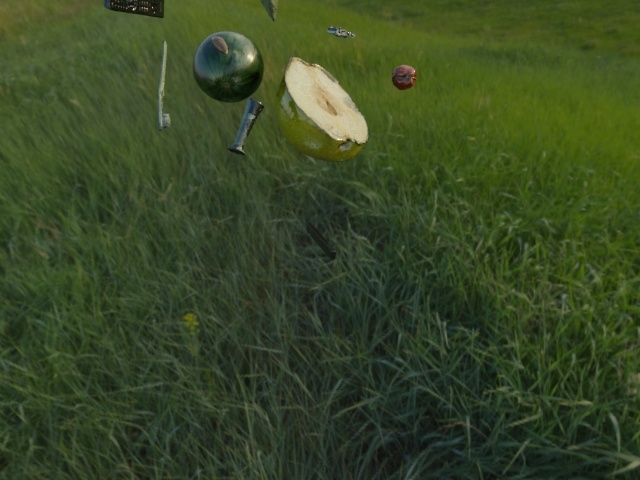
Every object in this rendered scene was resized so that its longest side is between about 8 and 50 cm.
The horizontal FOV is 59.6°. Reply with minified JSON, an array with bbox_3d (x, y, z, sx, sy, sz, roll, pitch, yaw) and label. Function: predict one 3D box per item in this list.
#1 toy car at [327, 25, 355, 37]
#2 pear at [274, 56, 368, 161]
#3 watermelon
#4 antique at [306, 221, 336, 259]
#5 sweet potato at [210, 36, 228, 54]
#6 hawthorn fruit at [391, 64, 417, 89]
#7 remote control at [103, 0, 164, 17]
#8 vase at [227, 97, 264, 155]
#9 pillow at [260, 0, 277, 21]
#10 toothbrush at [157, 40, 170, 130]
[{"bbox_3d":[0.060,-0.582,1.572,0.093,0.025,0.041,-5,25,-44],"label":"toy car"},{"bbox_3d":[-0.028,-0.411,1.887,0.191,0.340,0.387,-45,55,34],"label":"pear"},{"bbox_3d":[-0.312,-0.590,1.902,0.242,0.242,0.242,-10,40,9],"label":"watermelon"},{"bbox_3d":[0.000,0.000,1.649,0.015,0.031,0.192,-8,30,-22],"label":"antique"},{"bbox_3d":[-0.282,-0.551,1.579,0.034,0.034,0.095,-30,60,-15],"label":"sweet potato"},{"bbox_3d":[0.293,-0.566,1.938,0.093,0.093,0.093,-10,40,9],"label":"hawthorn fruit"},{"bbox_3d":[-0.519,-0.669,1.576,0.025,0.063,0.245,8,18,19],"label":"remote control"},{"bbox_3d":[-0.225,-0.342,1.692,0.059,0.059,0.167,18,85,35],"label":"vase"},{"bbox_3d":[-0.117,-0.495,0.944,0.050,0.230,0.148,-21,75,5],"label":"pillow"},{"bbox_3d":[-0.401,-0.400,1.425,0.028,0.026,0.294,-6,64,-8],"label":"toothbrush"}]
